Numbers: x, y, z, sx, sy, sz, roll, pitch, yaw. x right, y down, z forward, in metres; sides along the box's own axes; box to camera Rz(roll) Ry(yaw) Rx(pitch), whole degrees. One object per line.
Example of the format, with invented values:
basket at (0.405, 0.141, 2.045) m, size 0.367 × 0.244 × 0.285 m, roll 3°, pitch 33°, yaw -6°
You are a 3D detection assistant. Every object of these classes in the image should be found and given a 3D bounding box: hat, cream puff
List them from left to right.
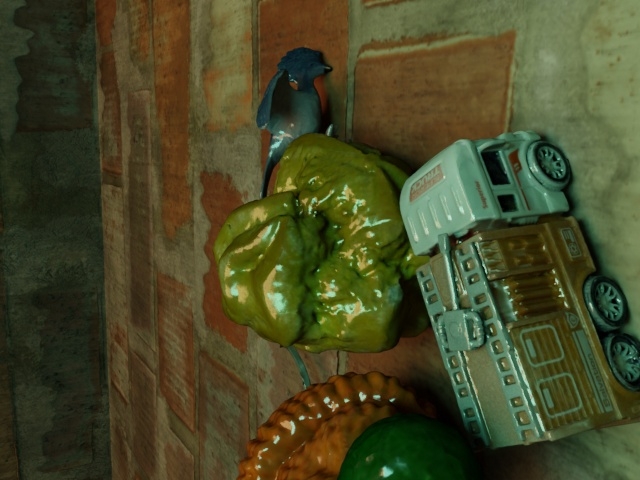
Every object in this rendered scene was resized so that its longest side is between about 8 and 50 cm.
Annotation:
cream puff at (-0.009, 0.000, 0.812) m, size 0.323 × 0.275 × 0.269 m, roll 21°, pitch 121°, yaw 52°
hat at (0.055, 0.295, 0.658) m, size 0.400 × 0.286 × 0.285 m, roll 148°, pitch 115°, yaw -80°

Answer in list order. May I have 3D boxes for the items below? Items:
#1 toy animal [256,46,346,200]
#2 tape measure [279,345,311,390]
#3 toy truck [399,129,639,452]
toy animal at (-0.044, -0.179, 0.962) m, size 0.176 × 0.255 × 0.239 m, roll 36°, pitch 168°, yaw 23°
tape measure at (-0.033, 0.292, 1.060) m, size 0.330 × 0.084 × 0.163 m, roll 33°, pitch 117°, yaw 50°
toy truck at (0.182, 0.046, 0.608) m, size 0.136 × 0.162 × 0.305 m, roll -39°, pitch 61°, yaw 54°
